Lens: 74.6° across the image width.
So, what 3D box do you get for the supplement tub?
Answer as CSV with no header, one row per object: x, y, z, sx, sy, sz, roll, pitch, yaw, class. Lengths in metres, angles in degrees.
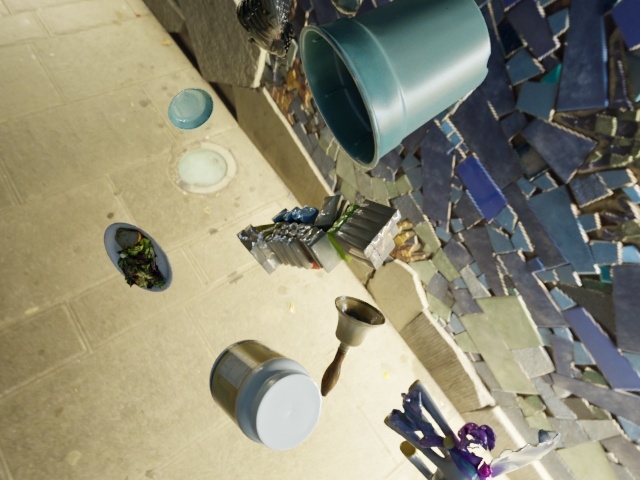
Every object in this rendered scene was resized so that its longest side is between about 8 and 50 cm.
-0.101,0.268,0.750,0.144,0.199,0.145,-3,95,-34,supplement tub

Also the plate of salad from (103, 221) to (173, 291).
-0.439,0.049,0.994,0.199,0.200,0.048,29,39,4,plate of salad

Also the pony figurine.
0.297,0.479,0.875,0.302,0.351,0.363,-32,50,-16,pony figurine

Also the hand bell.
0.051,0.267,0.992,0.126,0.242,0.126,19,15,-5,hand bell

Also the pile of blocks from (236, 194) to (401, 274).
0.000,0.000,0.868,0.362,0.113,0.149,-1,49,31,pile of blocks

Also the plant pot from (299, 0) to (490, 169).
0.177,-0.398,0.975,0.334,0.341,0.341,-31,71,-6,plant pot

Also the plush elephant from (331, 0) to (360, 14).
0.004,-0.679,0.856,0.271,0.330,0.255,27,16,1,plush elephant

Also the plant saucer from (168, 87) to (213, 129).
-0.326,-0.331,1.047,0.119,0.119,0.021,-26,61,-25,plant saucer

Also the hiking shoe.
-0.119,-0.453,0.832,0.114,0.227,0.086,13,75,3,hiking shoe
